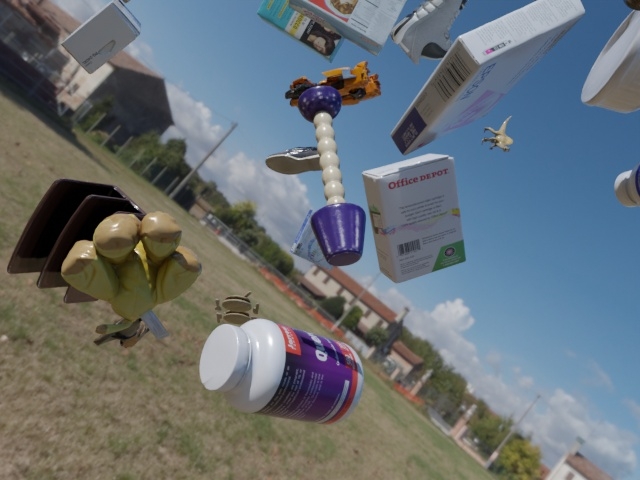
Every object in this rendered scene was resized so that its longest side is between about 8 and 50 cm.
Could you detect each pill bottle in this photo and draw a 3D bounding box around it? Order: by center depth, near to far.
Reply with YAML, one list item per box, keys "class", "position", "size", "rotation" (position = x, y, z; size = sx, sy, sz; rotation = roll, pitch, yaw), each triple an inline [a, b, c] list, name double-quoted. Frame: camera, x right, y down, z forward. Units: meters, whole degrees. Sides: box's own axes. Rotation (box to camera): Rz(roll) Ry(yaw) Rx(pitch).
- class: "pill bottle"
  position: [-0.074, 0.268, 1.029]
  size: [0.323, 0.181, 0.181]
  rotation: [25, 5, -38]
- class: "pill bottle"
  position: [0.980, -0.169, 1.412]
  size: [0.152, 0.152, 0.272]
  rotation: [42, -14, -9]

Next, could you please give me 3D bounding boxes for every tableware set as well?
- class: "tableware set"
  position: [-0.253, 0.206, 1.529]
  size: [0.128, 0.039, 0.194]
  rotation: [7, -30, -6]

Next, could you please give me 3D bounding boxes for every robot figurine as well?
- class: "robot figurine"
  position: [0.034, -0.476, 1.594]
  size: [0.291, 0.085, 0.211]
  rotation: [-5, -7, 23]

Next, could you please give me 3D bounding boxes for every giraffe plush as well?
- class: "giraffe plush"
  position: [-0.285, 0.025, 0.777]
  size: [0.170, 0.181, 0.210]
  rotation: [-123, -153, -50]

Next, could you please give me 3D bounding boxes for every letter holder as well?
- class: "letter holder"
  position: [-0.642, 0.006, 1.324]
  size: [0.152, 0.302, 0.214]
  rotation: [39, 13, 18]

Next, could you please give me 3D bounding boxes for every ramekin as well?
- class: "ramekin"
  position: [0.813, -0.458, 1.301]
  size: [0.127, 0.273, 0.273]
  rotation: [26, -7, 5]

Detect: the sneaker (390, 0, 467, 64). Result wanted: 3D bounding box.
- class: "sneaker"
  position: [0.274, -0.467, 1.074]
  size: [0.132, 0.228, 0.086]
  rotation: [47, 21, -19]

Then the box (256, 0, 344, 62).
- class: "box"
  position: [-0.049, -0.615, 1.425]
  size: [0.244, 0.100, 0.060]
  rotation: [32, 11, 0]

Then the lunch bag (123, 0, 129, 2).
- class: "lunch bag"
  position: [-0.338, -0.598, 0.921]
  size: [0.115, 0.303, 0.243]
  rotation: [14, 19, -36]

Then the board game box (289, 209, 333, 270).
- class: "board game box"
  position: [0.000, 0.000, 0.957]
  size: [0.090, 0.090, 0.020]
  rotation: [26, 0, -24]

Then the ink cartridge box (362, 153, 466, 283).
- class: "ink cartridge box"
  position: [0.236, -0.060, 1.264]
  size: [0.117, 0.201, 0.278]
  rotation: [-138, -147, -68]

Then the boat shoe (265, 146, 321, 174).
- class: "boat shoe"
  position: [-0.063, -0.248, 1.525]
  size: [0.206, 0.065, 0.075]
  rotation: [-1, -41, 12]

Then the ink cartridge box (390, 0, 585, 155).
- class: "ink cartridge box"
  position: [0.325, -0.313, 0.949]
  size: [0.071, 0.330, 0.324]
  rotation: [60, -17, 8]

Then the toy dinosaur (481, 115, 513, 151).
- class: "toy dinosaur"
  position: [0.561, -0.327, 1.593]
  size: [0.092, 0.183, 0.053]
  rotation: [9, -43, 11]

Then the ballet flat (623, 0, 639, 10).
- class: "ballet flat"
  position: [0.633, -0.575, 1.052]
  size: [0.058, 0.084, 0.250]
  rotation: [79, 4, -57]

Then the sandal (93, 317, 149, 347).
- class: "sandal"
  position: [-0.429, 0.212, 1.140]
  size: [0.060, 0.090, 0.219]
  rotation: [48, -5, 8]

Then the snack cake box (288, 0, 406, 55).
- class: "snack cake box"
  position: [0.069, -0.603, 1.264]
  size: [0.264, 0.152, 0.089]
  rotation: [28, 2, -6]

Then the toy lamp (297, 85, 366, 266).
- class: "toy lamp"
  position: [0.014, -0.095, 0.721]
  size: [0.080, 0.080, 0.275]
  rotation: [50, 27, -59]

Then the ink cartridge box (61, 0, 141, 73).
- class: "ink cartridge box"
  position: [-0.368, -0.351, 0.857]
  size: [0.063, 0.109, 0.150]
  rotation: [50, 4, -32]
